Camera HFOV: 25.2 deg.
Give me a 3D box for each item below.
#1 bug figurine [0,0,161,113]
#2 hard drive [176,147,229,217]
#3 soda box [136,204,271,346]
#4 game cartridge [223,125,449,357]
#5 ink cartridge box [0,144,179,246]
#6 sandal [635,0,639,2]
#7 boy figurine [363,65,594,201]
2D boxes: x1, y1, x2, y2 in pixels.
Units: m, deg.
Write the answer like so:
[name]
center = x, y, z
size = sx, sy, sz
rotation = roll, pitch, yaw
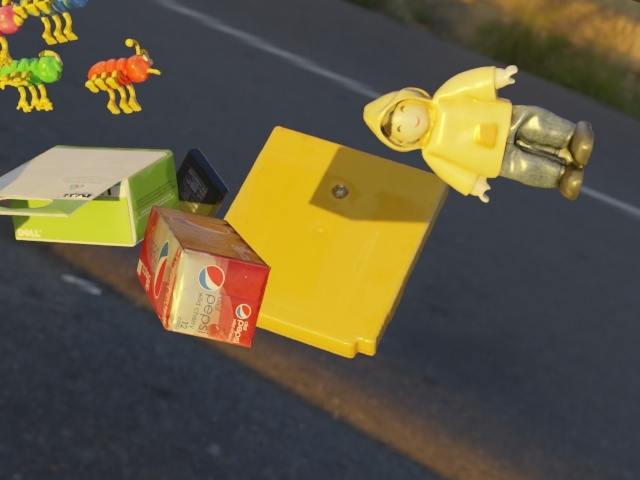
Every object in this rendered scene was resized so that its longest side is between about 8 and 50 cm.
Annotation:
[bug figurine]
center = -0.337, -0.248, 1.809
size = 0.216, 0.072, 0.279
rotation = -7, -23, 14
[hard drive]
center = -0.200, -0.062, 2.212
size = 0.022, 0.135, 0.094
rotation = -10, 54, -45
[soda box]
center = -0.125, 0.031, 1.477
size = 0.092, 0.083, 0.263
rotation = 13, 8, -15
[game cartridge]
center = 0.000, 0.000, 2.077
size = 0.285, 0.052, 0.323
rotation = 18, 59, 15
[ink cartridge box]
center = -0.325, -0.039, 1.841
size = 0.189, 0.097, 0.255
rotation = 3, 23, 24
[sandal]
center = 0.417, -0.391, 2.072
size = 0.179, 0.040, 0.067
rotation = 35, -27, -17
[boy figurine]
center = 0.198, -0.142, 1.811
size = 0.285, 0.177, 0.092
rotation = 15, 19, -5
